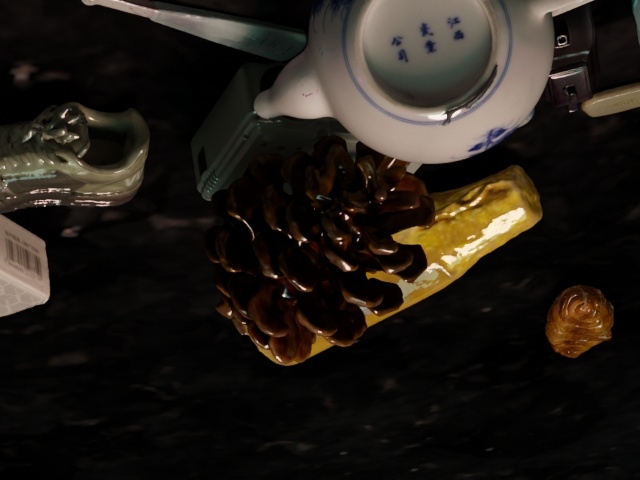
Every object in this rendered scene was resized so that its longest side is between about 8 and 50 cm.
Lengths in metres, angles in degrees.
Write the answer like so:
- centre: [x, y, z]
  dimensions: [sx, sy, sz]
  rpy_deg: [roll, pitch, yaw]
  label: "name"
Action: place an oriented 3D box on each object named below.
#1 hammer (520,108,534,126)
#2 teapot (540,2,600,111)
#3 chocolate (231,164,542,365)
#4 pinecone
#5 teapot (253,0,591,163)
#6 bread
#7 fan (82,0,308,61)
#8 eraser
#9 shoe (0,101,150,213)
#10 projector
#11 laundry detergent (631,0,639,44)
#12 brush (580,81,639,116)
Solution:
- centre: [0.174, -0.189, 1.937]
  dimensions: [0.116, 0.069, 0.194]
  rpy_deg: [-18, 143, 18]
  label: "hammer"
- centre: [0.283, -0.203, 1.898]
  dimensions: [0.087, 0.096, 0.177]
  rpy_deg: [-13, 153, 7]
  label: "teapot"
- centre: [0.087, 0.020, 2.217]
  dimensions: [0.445, 0.162, 0.162]
  rpy_deg: [-27, 148, 25]
  label: "chocolate"
- centre: [0.000, 0.000, 1.834]
  dimensions: [0.244, 0.244, 0.309]
  rpy_deg: [19, 143, -42]
  label: "pinecone"
- centre: [0.118, -0.209, 1.711]
  dimensions: [0.424, 0.252, 0.280]
  rpy_deg: [-20, -176, 8]
  label: "teapot"
- centre: [0.406, 0.117, 2.561]
  dimensions: [0.105, 0.076, 0.233]
  rpy_deg: [2, 159, 3]
  label: "bread"
- centre: [-0.134, -0.241, 1.780]
  dimensions: [0.282, 0.023, 0.057]
  rpy_deg: [12, 147, -37]
  label: "fan"
- centre: [-0.489, -0.017, 2.004]
  dimensions: [0.096, 0.098, 0.404]
  rpy_deg: [-21, 150, 21]
  label: "eraser"
- centre: [-0.331, -0.109, 1.880]
  dimensions: [0.293, 0.109, 0.149]
  rpy_deg: [-1, 149, -25]
  label: "shoe"
- centre: [-0.005, -0.116, 1.971]
  dimensions: [0.256, 0.099, 0.192]
  rpy_deg: [5, 148, -26]
  label: "projector"
- centre: [0.489, -0.254, 1.651]
  dimensions: [0.287, 0.287, 0.305]
  rpy_deg: [14, 143, -37]
  label: "laundry detergent"
- centre: [0.490, -0.204, 2.041]
  dimensions: [0.336, 0.020, 0.085]
  rpy_deg: [-14, 152, 9]
  label: "brush"
